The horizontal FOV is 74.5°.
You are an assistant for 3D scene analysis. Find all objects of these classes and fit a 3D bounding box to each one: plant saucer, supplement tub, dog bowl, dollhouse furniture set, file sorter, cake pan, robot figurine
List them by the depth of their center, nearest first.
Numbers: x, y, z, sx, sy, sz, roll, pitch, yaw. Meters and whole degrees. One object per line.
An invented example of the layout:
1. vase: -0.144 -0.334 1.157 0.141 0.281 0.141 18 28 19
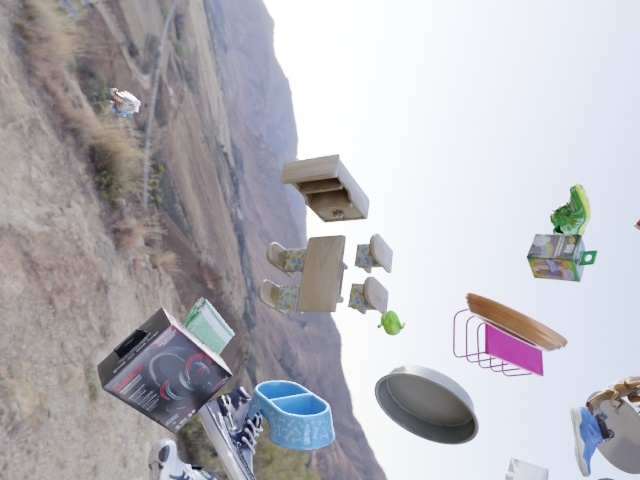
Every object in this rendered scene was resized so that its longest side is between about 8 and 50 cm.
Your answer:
1. dollhouse furniture set: 0.000 0.000 0.734 0.161 0.212 0.242 42 50 -52
2. plant saucer: 0.376 0.164 0.830 0.037 0.199 0.200 -61 -175 -4
3. supplement tub: 0.878 0.456 1.066 0.228 0.315 0.229 175 -90 -79
4. dog bowl: -0.080 0.442 1.097 0.297 0.165 0.074 3 -90 59
5. cake pan: 0.296 0.456 1.179 0.054 0.292 0.293 -51 146 -43
6. robot figurine: 0.259 0.303 1.540 0.067 0.101 0.115 -74 150 -42
7. file sorter: 0.670 0.385 1.603 0.182 0.290 0.202 -34 -143 53

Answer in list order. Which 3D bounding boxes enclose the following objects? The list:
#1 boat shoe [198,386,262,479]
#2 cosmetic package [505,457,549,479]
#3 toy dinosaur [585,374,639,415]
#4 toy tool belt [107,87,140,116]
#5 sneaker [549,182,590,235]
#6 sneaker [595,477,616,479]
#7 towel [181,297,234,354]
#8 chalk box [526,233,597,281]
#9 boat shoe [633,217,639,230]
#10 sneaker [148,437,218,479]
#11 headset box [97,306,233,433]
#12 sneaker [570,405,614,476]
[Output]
1. boat shoe: -0.218 0.549 1.179 0.340 0.158 0.127 36 -38 46
2. cosmetic package: 0.561 0.725 1.136 0.127 0.107 0.238 -46 129 -43
3. toy dinosaur: 0.655 0.300 0.876 0.064 0.211 0.112 58 11 -1
4. toy tool belt: -0.410 -0.277 0.867 0.052 0.051 0.083 40 11 -7
5. sneaker: 0.955 -0.096 1.617 0.296 0.123 0.110 62 29 -48
6. sneaker: 0.544 0.560 0.838 0.112 0.318 0.131 -12 -82 48
7. towel: -0.420 0.377 1.352 0.325 0.038 0.248 -57 147 -28
8. chalk box: 0.920 0.065 1.590 0.212 0.132 0.132 4 -40 45
9. boat shoe: 0.727 -0.024 0.900 0.043 0.136 0.049 -58 -153 27
10. sneaker: -0.311 0.544 0.979 0.094 0.152 0.235 21 -70 51
11. headset box: -0.413 0.338 1.114 0.110 0.218 0.293 28 -23 52
12. sneaker: 0.640 0.470 0.981 0.058 0.084 0.152 48 43 -59
